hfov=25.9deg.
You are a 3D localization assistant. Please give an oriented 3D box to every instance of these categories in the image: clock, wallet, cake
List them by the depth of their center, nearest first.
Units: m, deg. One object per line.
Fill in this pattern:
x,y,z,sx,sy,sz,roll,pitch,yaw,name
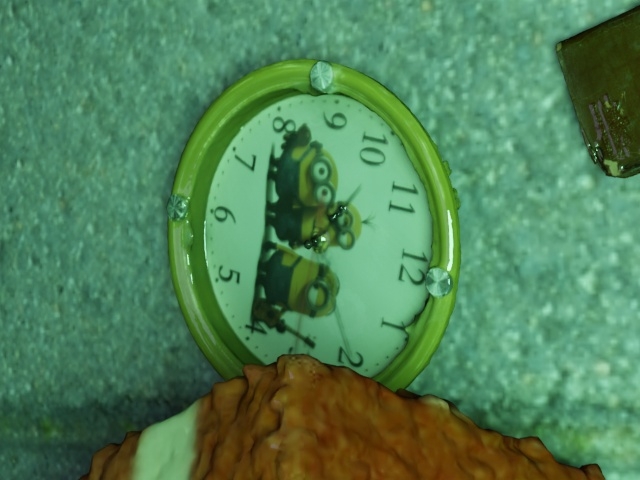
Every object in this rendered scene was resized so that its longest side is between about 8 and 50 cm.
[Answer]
-0.017,0.260,0.743,0.319,0.269,0.270,-34,41,40,cake
0.217,-0.103,0.765,0.176,0.026,0.095,-23,80,34,wallet
0.000,0.000,0.906,0.237,0.057,0.237,2,94,36,clock
